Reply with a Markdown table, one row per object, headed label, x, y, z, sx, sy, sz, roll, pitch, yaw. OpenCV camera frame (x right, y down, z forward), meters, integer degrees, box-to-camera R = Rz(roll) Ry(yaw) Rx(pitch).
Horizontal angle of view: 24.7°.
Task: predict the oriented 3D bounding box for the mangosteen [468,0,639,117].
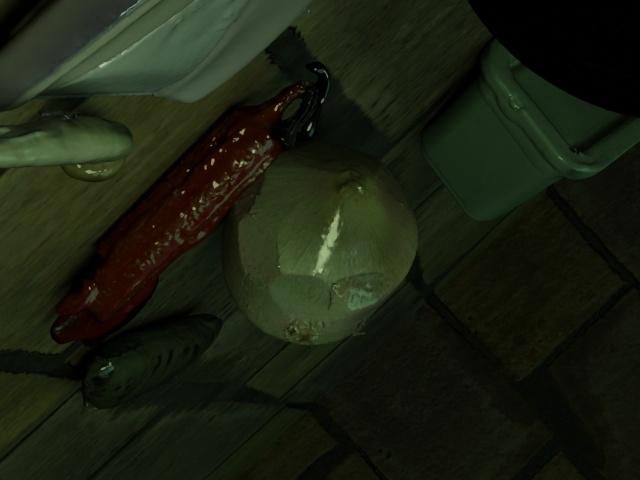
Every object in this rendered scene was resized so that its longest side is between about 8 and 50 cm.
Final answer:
| label | x | y | z | sx | sy | sz | roll | pitch | yaw |
| --- | --- | --- | --- | --- | --- | --- | --- | --- | --- |
| mangosteen | 0.197 | -0.207 | 0.798 | 0.297 | 0.297 | 0.313 | -42 | 180 | -4 |

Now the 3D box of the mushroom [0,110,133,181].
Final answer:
| label | x | y | z | sx | sy | sz | roll | pitch | yaw |
| --- | --- | --- | --- | --- | --- | --- | --- | --- | --- |
| mushroom | -0.132 | -0.049 | 0.735 | 0.068 | 0.043 | 0.306 | -27 | -179 | 3 |

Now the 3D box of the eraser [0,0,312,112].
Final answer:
| label | x | y | z | sx | sy | sz | roll | pitch | yaw |
| --- | --- | --- | --- | --- | --- | --- | --- | --- | --- |
| eraser | -0.043 | -0.153 | 0.738 | 0.243 | 0.059 | 0.204 | -41 | 170 | 20 |

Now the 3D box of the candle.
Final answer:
| label | x | y | z | sx | sy | sz | roll | pitch | yaw |
| --- | --- | --- | --- | --- | --- | --- | --- | --- | --- |
| candle | -0.099 | -0.023 | 1.085 | 0.302 | 0.059 | 0.084 | -43 | -178 | 16 |

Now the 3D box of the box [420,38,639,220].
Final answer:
| label | x | y | z | sx | sy | sz | roll | pitch | yaw |
| --- | --- | --- | --- | --- | --- | --- | --- | --- | --- |
| box | 0.259 | -0.148 | 1.636 | 0.312 | 0.175 | 0.182 | -33 | 174 | -44 |

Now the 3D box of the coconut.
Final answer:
| label | x | y | z | sx | sy | sz | roll | pitch | yaw |
| --- | --- | --- | --- | --- | --- | --- | --- | --- | --- |
| coconut | 0.000 | 0.000 | 1.240 | 0.171 | 0.171 | 0.183 | -37 | 172 | -26 |

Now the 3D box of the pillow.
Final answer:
| label | x | y | z | sx | sy | sz | roll | pitch | yaw |
| --- | --- | --- | --- | --- | --- | --- | --- | --- | --- |
| pillow | -0.173 | 0.121 | 1.410 | 0.093 | 0.051 | 0.241 | -52 | 168 | 20 |
